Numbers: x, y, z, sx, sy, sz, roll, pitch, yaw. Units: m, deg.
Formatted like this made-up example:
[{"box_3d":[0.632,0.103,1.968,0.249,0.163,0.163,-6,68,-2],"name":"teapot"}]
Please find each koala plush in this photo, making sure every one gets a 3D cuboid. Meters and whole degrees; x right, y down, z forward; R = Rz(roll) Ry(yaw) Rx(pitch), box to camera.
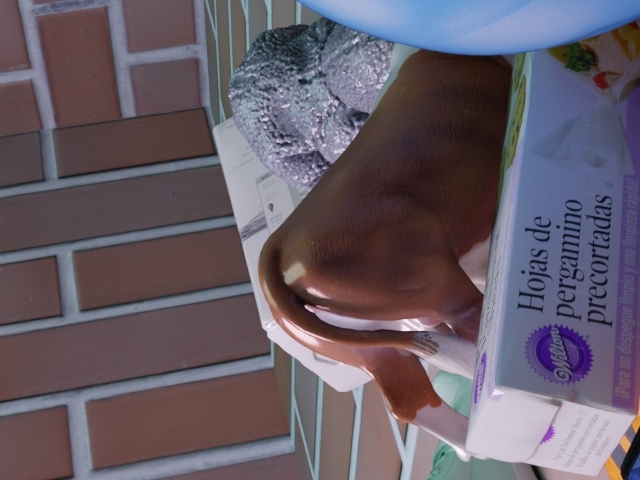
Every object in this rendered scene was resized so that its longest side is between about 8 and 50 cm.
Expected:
[{"box_3d":[0.044,-0.143,1.080,0.221,0.203,0.196,152,116,-64],"name":"koala plush"}]

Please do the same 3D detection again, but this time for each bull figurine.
[{"box_3d":[0.086,-0.030,0.714,0.188,0.310,0.101,38,145,-1],"name":"bull figurine"}]

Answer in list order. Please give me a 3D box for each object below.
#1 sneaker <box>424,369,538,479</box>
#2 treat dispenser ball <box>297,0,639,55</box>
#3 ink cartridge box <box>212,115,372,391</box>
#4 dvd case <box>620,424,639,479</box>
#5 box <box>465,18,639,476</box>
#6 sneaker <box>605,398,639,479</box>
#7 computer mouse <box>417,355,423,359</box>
[{"box_3d":[0.102,0.203,1.123,0.256,0.151,0.094,-111,13,-57],"name":"sneaker"},{"box_3d":[0.068,-0.218,0.499,0.288,0.288,0.288,171,90,-81],"name":"treat dispenser ball"},{"box_3d":[0.000,0.000,1.417,0.207,0.117,0.283,44,-156,-52],"name":"ink cartridge box"},{"box_3d":[0.189,-0.003,0.348,0.253,0.022,0.180,-67,23,8],"name":"dvd case"},{"box_3d":[0.126,-0.044,0.628,0.067,0.063,0.324,98,-177,-55],"name":"box"},{"box_3d":[0.183,0.066,0.575,0.180,0.124,0.321,-115,18,-56],"name":"sneaker"},{"box_3d":[0.079,-0.003,1.269,0.188,0.072,0.272,112,151,-70],"name":"computer mouse"}]
